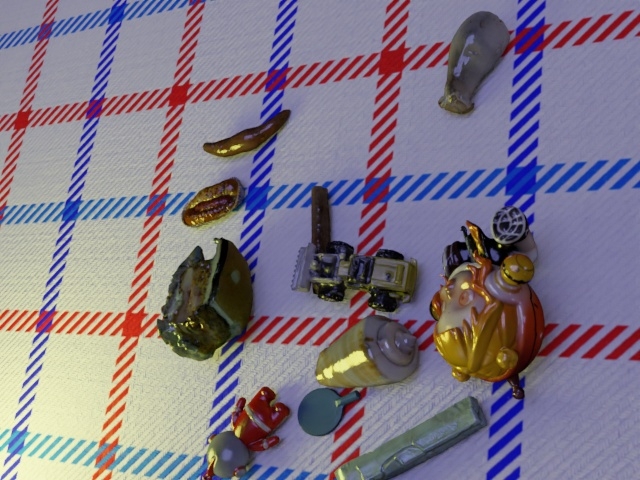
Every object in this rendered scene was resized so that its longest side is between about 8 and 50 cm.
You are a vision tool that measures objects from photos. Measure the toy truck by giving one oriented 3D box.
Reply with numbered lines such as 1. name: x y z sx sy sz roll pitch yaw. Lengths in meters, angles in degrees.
1. toy truck: 0.065 0.068 1.644 0.286 0.111 0.136 6 74 19

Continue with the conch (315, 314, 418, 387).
1. conch: 0.085 0.236 1.579 0.255 0.127 0.158 -26 62 21

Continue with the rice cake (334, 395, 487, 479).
1. rice cake: 0.172 0.411 1.503 0.336 0.063 0.066 -35 48 17

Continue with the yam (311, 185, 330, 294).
1. yam: 0.000 0.000 1.765 0.046 0.046 0.264 -12 67 26

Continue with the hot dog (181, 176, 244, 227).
1. hot dog: -0.279 -0.093 1.960 0.192 0.053 0.099 -24 58 19

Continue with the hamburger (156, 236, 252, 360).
1. hamburger: -0.259 0.151 1.789 0.167 0.192 0.288 -12 41 20

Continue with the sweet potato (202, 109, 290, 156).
1. sweet potato: -0.189 -0.263 1.969 0.255 0.058 0.078 -22 42 18

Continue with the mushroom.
1. mushroom: 0.327 -0.393 1.692 0.116 0.093 0.225 29 83 14

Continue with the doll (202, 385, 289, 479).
1. doll: -0.174 0.440 1.689 0.245 0.076 0.142 -51 54 0

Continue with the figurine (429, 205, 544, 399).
1. figurine: 0.320 0.123 1.442 0.320 0.196 0.323 135 150 -63

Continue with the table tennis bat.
1. table tennis bat: 0.016 0.359 1.640 0.155 0.019 0.100 -30 59 20
